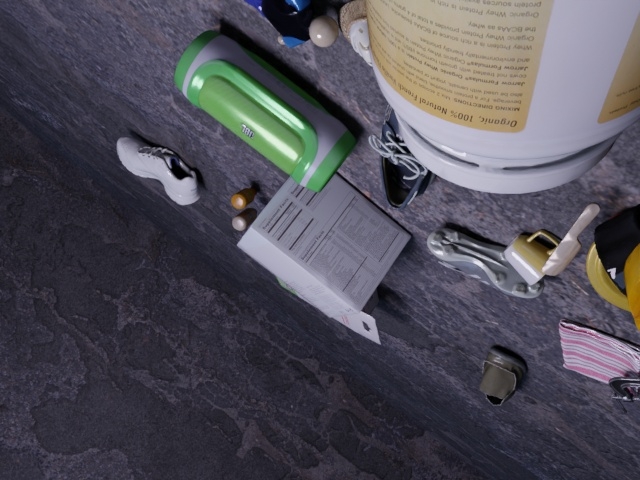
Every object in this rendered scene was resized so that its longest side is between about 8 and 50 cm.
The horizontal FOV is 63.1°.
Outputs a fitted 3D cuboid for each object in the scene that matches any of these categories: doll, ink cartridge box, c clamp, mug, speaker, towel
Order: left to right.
[{"bbox_3d":[-0.088,-0.210,0.859,0.296,0.131,0.131,37,161,-1],"label":"speaker"},{"bbox_3d":[-0.055,-0.306,0.662,0.189,0.046,0.129,41,163,12],"label":"doll"},{"bbox_3d":[0.037,0.119,1.410,0.353,0.119,0.207,29,159,24],"label":"ink cartridge box"},{"bbox_3d":[0.324,0.019,0.800,0.064,0.078,0.062,42,-165,12],"label":"mug"},{"bbox_3d":[0.515,0.223,0.961,0.144,0.029,0.197,22,156,39],"label":"towel"},{"bbox_3d":[0.584,0.269,0.913,0.137,0.022,0.160,40,148,-24],"label":"c clamp"}]

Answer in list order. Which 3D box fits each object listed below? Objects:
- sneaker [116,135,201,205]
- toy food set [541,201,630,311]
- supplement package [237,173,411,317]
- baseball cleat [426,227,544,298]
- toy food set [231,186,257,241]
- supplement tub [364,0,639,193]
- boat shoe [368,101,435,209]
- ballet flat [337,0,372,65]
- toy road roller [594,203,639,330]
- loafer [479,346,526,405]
[{"bbox_3d":[-0.476,-0.233,1.554,0.297,0.111,0.129,32,145,3],"label":"sneaker"},{"bbox_3d":[0.406,0.021,0.639,0.217,0.071,0.128,25,127,18],"label":"toy food set"},{"bbox_3d":[0.000,0.000,1.078,0.262,0.198,0.199,39,162,-6],"label":"supplement package"},{"bbox_3d":[0.284,0.039,0.904,0.205,0.072,0.109,31,176,21],"label":"baseball cleat"},{"bbox_3d":[-0.136,-0.026,1.335,0.232,0.111,0.104,41,-155,-3],"label":"toy food set"},{"bbox_3d":[0.137,-0.197,0.336,0.228,0.228,0.316,28,159,24],"label":"supplement tub"},{"bbox_3d":[0.121,-0.132,0.744,0.095,0.079,0.254,31,160,16],"label":"boat shoe"},{"bbox_3d":[0.086,-0.231,0.594,0.206,0.067,0.073,21,158,39],"label":"ballet flat"},{"bbox_3d":[0.405,0.087,0.439,0.329,0.241,0.202,37,136,-14],"label":"toy road roller"},{"bbox_3d":[0.442,0.344,1.277,0.094,0.087,0.251,23,157,34],"label":"loafer"}]
